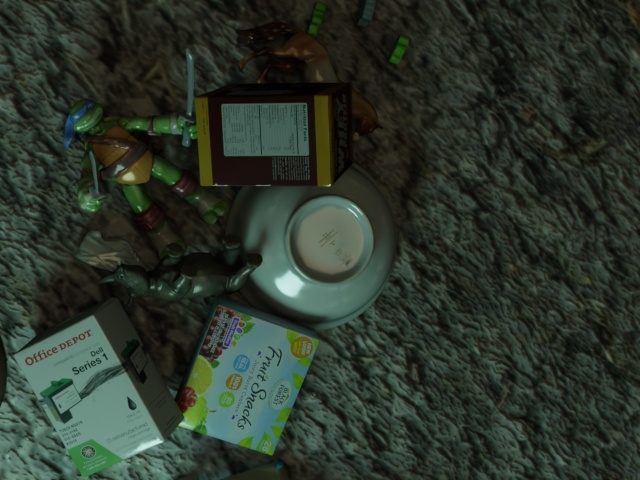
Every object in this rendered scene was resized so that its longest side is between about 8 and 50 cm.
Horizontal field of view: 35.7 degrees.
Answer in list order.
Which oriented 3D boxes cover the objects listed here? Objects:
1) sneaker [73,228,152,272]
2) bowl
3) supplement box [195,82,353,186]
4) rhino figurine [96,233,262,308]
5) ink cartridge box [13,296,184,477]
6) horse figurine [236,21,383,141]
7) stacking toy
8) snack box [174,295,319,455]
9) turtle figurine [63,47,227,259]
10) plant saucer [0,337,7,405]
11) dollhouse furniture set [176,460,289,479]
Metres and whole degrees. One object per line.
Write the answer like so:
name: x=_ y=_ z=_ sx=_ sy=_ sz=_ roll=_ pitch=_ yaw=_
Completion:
sneaker: x=-0.304 y=0.031 z=1.553 sx=0.152 sy=0.053 sz=0.061 roll=25 pitch=82 yaw=-12
bowl: x=0.000 y=0.000 z=1.585 sx=0.297 sy=0.134 sz=0.298 roll=0 pitch=90 yaw=-13
supplement box: x=-0.061 y=-0.161 z=1.471 sx=0.194 sy=0.191 sz=0.129 roll=1 pitch=105 yaw=11
rhino figurine: x=-0.216 y=0.053 z=1.504 sx=0.243 sy=0.106 sz=0.073 roll=-7 pitch=64 yaw=-22
ink cartridge box: x=-0.334 y=0.219 z=1.496 sx=0.160 sy=0.092 sz=0.219 roll=-27 pitch=97 yaw=17
horse figurine: x=-0.026 y=-0.254 z=1.610 sx=0.174 sy=0.066 sz=0.263 roll=-34 pitch=95 yaw=-16
stacking toy: x=0.084 y=-0.418 z=1.650 sx=0.166 sy=0.052 sz=0.221 roll=17 pitch=88 yaw=-11
snack box: x=-0.120 y=0.213 z=1.569 sx=0.174 sy=0.070 sz=0.207 roll=21 pitch=99 yaw=-13
turtle figurine: x=-0.252 y=-0.097 z=1.473 sx=0.266 sy=0.274 sz=0.198 roll=51 pitch=46 yaw=-31
plant saucer: x=-0.630 y=0.203 z=1.479 sx=0.310 sy=0.050 sz=0.311 roll=0 pitch=91 yaw=-13
dollhouse furniture set: x=-0.082 y=0.503 z=1.601 sx=0.286 sy=0.198 sz=0.303 roll=-12 pitch=61 yaw=-34
